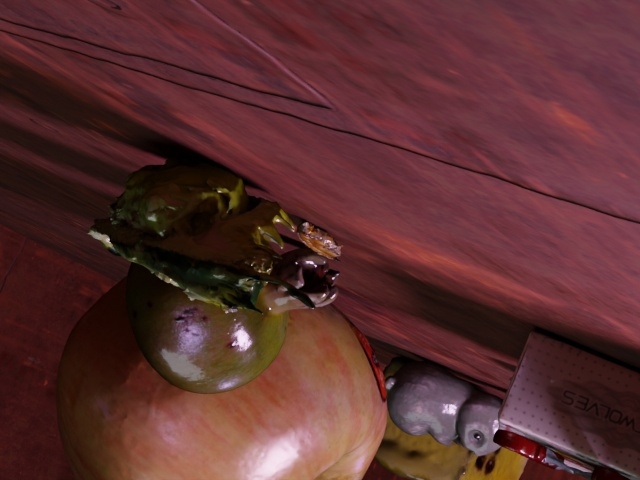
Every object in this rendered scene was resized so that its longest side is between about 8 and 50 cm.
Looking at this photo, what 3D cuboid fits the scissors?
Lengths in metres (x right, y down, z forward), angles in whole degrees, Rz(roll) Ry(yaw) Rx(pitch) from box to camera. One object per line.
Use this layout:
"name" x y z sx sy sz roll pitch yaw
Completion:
"scissors" 0.263 0.225 1.579 0.144 0.017 0.248 19 173 33

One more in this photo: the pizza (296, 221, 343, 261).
"pizza" 0.000 0.000 1.489 0.037 0.016 0.083 21 170 27

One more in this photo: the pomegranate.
"pomegranate" -0.089 0.066 1.694 0.211 0.179 0.179 10 172 5

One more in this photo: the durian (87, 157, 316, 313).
"durian" -0.099 -0.007 1.363 0.132 0.106 0.375 29 173 -25

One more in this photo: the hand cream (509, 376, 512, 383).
"hand cream" 0.323 0.205 1.898 0.255 0.048 0.079 21 168 42

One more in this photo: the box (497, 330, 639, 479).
"box" 0.282 0.183 1.636 0.210 0.095 0.330 21 174 9

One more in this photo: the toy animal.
"toy animal" 0.201 0.244 2.371 0.236 0.108 0.138 18 171 37

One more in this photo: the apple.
"apple" -0.127 0.199 2.025 0.346 0.391 0.391 42 180 19

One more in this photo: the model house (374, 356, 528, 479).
"model house" 0.198 0.306 2.588 0.193 0.174 0.234 19 169 32
